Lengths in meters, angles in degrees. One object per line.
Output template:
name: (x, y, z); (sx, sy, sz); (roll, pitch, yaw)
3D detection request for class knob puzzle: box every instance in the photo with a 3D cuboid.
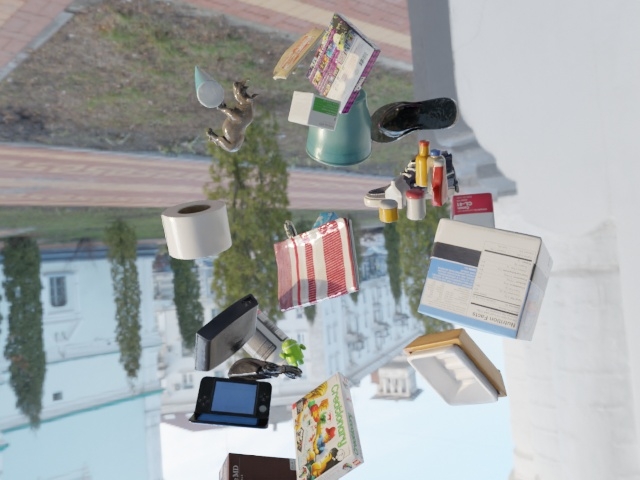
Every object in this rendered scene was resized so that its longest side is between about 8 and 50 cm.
knob puzzle: (-0.066, -0.535, 1.608); (0.030, 0.213, 0.213); (39, 155, -27)

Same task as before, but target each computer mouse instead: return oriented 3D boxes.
computer mouse: (-0.212, 0.449, 1.960); (0.272, 0.072, 0.188); (-13, 154, 34)

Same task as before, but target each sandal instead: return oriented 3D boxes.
sandal: (0.366, -0.525, 2.372); (0.446, 0.167, 0.107); (-6, -178, 39)

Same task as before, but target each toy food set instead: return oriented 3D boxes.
toy food set: (0.206, -0.128, 1.177); (0.111, 0.104, 0.232); (14, -147, 34)

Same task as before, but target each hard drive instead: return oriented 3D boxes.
hard drive: (-0.284, 0.288, 1.718); (0.054, 0.172, 0.255); (25, -146, 22)

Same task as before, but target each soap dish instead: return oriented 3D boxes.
soap dish: (0.454, 0.423, 1.863); (0.229, 0.291, 0.118); (-23, -155, 44)

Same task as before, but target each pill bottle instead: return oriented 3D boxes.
pill bottle: (-0.242, 0.467, 2.516); (0.176, 0.318, 0.176); (-46, 171, -9)

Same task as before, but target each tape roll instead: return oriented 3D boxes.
tape roll: (-0.476, -0.046, 2.158); (0.246, 0.169, 0.246); (-7, -161, 2)

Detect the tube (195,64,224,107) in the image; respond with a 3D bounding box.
tube: (-0.242, -0.324, 1.180); (0.052, 0.080, 0.207); (-18, -154, -9)

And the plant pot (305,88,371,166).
plant pot: (0.080, -0.473, 2.209); (0.272, 0.255, 0.271); (2, -140, -2)

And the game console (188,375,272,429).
game console: (-0.334, 0.616, 2.123); (0.293, 0.250, 0.173); (7, 140, -4)

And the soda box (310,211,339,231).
soda box: (0.000, 0.000, 1.957); (0.067, 0.210, 0.071); (-1, 140, 41)

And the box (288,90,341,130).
box: (-0.017, -0.361, 1.552); (0.101, 0.087, 0.102); (5, -166, -37)

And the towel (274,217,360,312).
towel: (-0.022, 0.081, 1.758); (0.329, 0.237, 0.037); (-21, 159, 40)

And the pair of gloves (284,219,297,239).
pair of gloves: (-0.089, 0.035, 2.153); (0.042, 0.240, 0.204); (-21, 179, -4)

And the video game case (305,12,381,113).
video game case: (0.065, -0.553, 1.743); (0.042, 0.210, 0.232); (-11, 142, -42)

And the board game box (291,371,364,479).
board game box: (0.013, 0.537, 1.564); (0.193, 0.053, 0.305); (-39, -154, 14)

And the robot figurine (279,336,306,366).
robot figurine: (-0.104, 0.427, 2.114); (0.101, 0.115, 0.067); (-21, 163, -20)

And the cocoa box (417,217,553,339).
cocoa box: (0.409, 0.107, 1.348); (0.231, 0.227, 0.347); (13, 176, 27)

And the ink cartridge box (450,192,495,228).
ink cartridge box: (0.496, 0.025, 1.801); (0.131, 0.306, 0.226); (-1, 163, 10)

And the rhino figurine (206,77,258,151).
rhino figurine: (-0.253, -0.372, 1.651); (0.106, 0.243, 0.073); (31, -151, 3)

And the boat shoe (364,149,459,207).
boat shoe: (0.313, -0.221, 1.953); (0.341, 0.158, 0.127); (-11, -160, -5)

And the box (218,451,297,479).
box: (-0.130, 0.813, 1.788); (0.381, 0.143, 0.191); (11, -143, -17)
